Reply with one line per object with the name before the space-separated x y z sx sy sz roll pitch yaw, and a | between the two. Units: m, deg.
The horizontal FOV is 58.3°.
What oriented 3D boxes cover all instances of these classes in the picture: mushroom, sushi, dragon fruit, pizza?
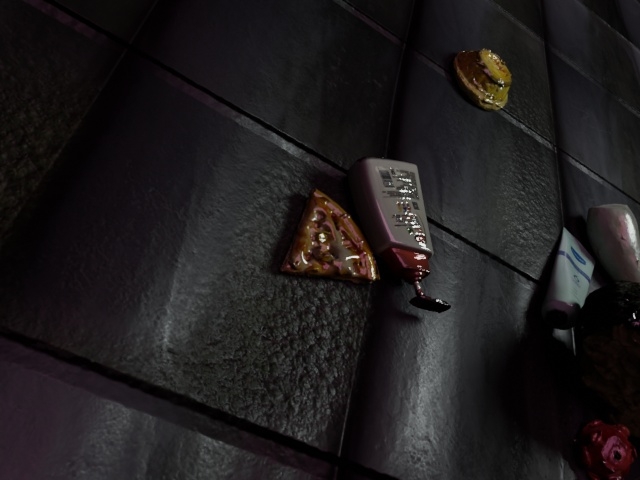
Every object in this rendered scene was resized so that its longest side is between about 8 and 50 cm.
mushroom | 0.706 0.039 1.344 0.118 0.103 0.270 -10 79 -32
sushi | 0.606 0.240 1.051 0.350 0.211 0.171 51 52 -13
dragon fruit | 0.513 0.371 1.013 0.126 0.068 0.112 22 54 -22
pizza | 0.000 0.000 0.910 0.176 0.036 0.184 -14 71 -40

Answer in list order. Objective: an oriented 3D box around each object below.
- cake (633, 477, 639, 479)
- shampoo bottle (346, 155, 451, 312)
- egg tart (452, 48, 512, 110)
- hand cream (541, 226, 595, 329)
cake | 0.673 0.497 0.891 0.307 0.314 0.293 9 55 -20
shampoo bottle | 0.142 -0.010 0.995 0.153 0.071 0.284 4 63 -36
egg tart | 0.414 -0.414 1.438 0.191 0.074 0.191 18 51 -24
hand cream | 0.533 0.081 1.232 0.109 0.067 0.321 46 39 0
